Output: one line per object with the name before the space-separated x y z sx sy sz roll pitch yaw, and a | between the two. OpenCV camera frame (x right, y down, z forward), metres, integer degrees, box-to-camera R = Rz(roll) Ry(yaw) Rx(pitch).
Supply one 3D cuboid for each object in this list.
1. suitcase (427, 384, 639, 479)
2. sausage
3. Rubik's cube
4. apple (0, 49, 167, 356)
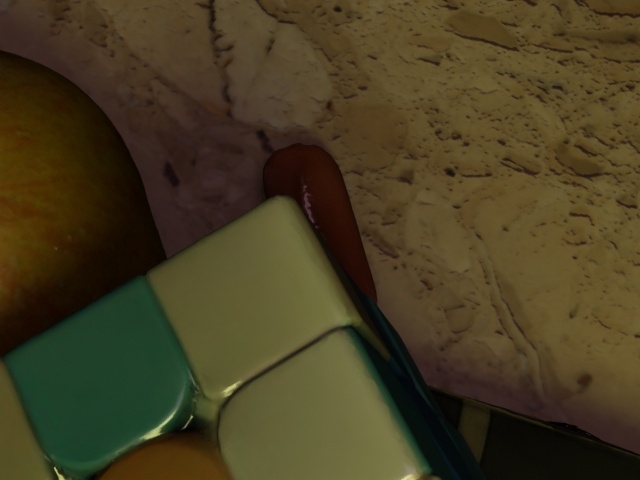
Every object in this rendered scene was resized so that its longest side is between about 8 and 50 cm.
suitcase | 0.178 0.289 1.483 0.434 0.194 0.283 20 73 -4
sausage | 0.000 0.000 1.599 0.077 0.077 0.194 -13 75 -11
Rubik's cube | -0.053 0.233 1.229 0.347 0.346 0.344 -30 66 6
apple | -0.317 0.026 1.410 0.400 0.333 0.400 2 74 -9
